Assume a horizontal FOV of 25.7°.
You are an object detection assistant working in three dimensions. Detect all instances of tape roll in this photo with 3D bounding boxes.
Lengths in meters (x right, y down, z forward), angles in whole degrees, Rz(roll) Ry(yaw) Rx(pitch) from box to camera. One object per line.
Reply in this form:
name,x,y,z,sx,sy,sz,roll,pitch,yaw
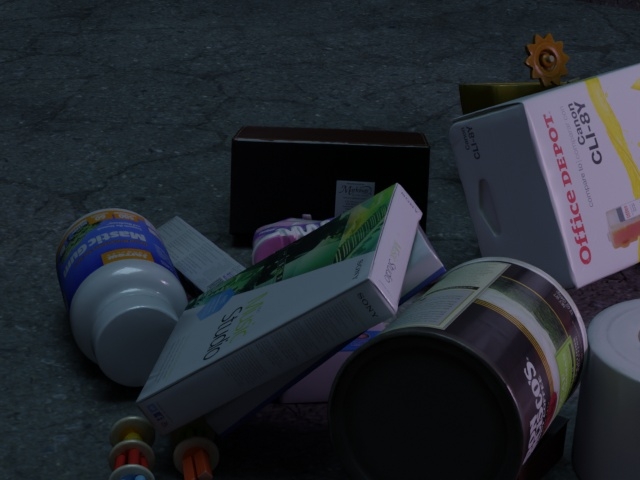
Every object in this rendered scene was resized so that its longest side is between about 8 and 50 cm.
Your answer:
tape roll,0.416,0.190,1.597,0.246,0.169,0.246,2,25,-1

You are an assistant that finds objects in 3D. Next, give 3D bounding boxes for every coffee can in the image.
coffee can,0.152,0.148,1.474,0.201,0.201,0.275,12,20,20

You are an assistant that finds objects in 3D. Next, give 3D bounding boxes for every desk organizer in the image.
desk organizer,0.234,0.245,1.599,0.047,0.050,0.130,17,28,29

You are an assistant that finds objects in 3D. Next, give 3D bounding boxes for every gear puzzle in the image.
gear puzzle,0.380,-0.159,2.203,0.175,0.339,0.044,-24,9,-30

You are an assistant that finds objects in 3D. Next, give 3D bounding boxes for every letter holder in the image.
letter holder,0.015,-0.097,2.224,0.301,0.152,0.214,2,12,0

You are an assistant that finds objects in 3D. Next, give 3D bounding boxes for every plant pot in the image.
plant pot,0.359,-0.169,2.339,0.212,0.187,0.212,-2,7,-11

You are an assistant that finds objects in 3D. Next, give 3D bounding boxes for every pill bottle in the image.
pill bottle,-0.253,0.074,1.810,0.152,0.152,0.272,-5,24,-16

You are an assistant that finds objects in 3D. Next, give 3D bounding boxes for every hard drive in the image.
hard drive,-0.008,0.083,1.664,0.318,0.040,0.210,-37,20,6

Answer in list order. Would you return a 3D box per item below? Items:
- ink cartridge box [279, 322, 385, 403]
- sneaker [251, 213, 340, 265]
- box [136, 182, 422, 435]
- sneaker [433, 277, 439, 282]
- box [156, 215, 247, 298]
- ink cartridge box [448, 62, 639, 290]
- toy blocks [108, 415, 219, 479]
ink cartridge box,0.009,0.127,1.804,0.139,0.082,0.191,-1,23,-5
sneaker,0.000,0.000,2.087,0.236,0.095,0.104,-7,18,-18
box,-0.043,0.074,1.577,0.322,0.058,0.232,-28,19,23
sneaker,0.148,0.036,2.074,0.070,0.051,0.134,47,11,8
box,-0.158,0.043,1.917,0.067,0.063,0.324,-35,25,-13
ink cartridge box,0.404,-0.097,2.066,0.384,0.279,0.160,-19,4,-37
toy blocks,-0.171,0.251,1.541,0.123,0.054,0.148,-1,24,-7
